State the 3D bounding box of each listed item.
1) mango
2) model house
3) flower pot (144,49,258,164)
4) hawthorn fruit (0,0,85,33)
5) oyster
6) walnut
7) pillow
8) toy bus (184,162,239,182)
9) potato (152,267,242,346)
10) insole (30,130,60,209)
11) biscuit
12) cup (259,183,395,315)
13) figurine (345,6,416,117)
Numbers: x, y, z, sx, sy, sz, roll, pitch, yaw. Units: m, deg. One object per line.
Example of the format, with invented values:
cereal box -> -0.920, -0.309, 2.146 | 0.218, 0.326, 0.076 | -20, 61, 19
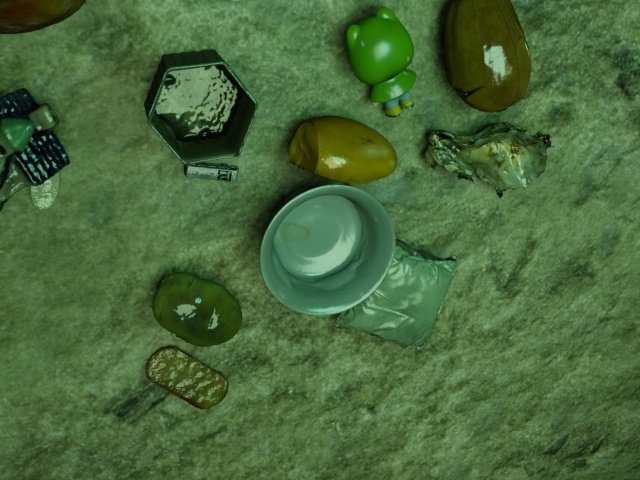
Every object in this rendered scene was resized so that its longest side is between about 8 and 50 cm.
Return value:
mango -> 0.070, -0.218, 1.690 | 0.257, 0.187, 0.138 | -4, 128, -35
model house -> -0.657, -0.170, 1.402 | 0.284, 0.298, 0.243 | -32, 113, -4
flower pot -> -0.266, -0.298, 1.538 | 0.209, 0.190, 0.239 | -39, 117, 2
hawthorn fruit -> -0.562, -0.558, 1.224 | 0.402, 0.403, 0.403 | -7, 114, -15
oyster -> 0.433, -0.213, 1.829 | 0.336, 0.133, 0.198 | -2, 115, -14
walnut -> 0.392, -0.470, 1.675 | 0.208, 0.209, 0.337 | -17, 104, -10
pillow -> 0.212, 0.145, 1.908 | 0.283, 0.138, 0.310 | 15, 110, -22
toy bus -> -0.259, -0.165, 1.673 | 0.130, 0.052, 0.037 | 5, 109, -19
potato -> -0.309, 0.177, 1.758 | 0.248, 0.143, 0.169 | 27, 98, -34
insole -> -0.623, -0.160, 1.583 | 0.063, 0.010, 0.192 | 2, 112, -18
biscuit -> -0.357, 0.373, 1.887 | 0.247, 0.029, 0.118 | 39, 90, -27
cup -> 0.000, 0.000, 1.764 | 0.347, 0.163, 0.347 | -7, 115, -15
figurine -> 0.152, -0.416, 1.656 | 0.162, 0.143, 0.263 | -28, 129, 2
